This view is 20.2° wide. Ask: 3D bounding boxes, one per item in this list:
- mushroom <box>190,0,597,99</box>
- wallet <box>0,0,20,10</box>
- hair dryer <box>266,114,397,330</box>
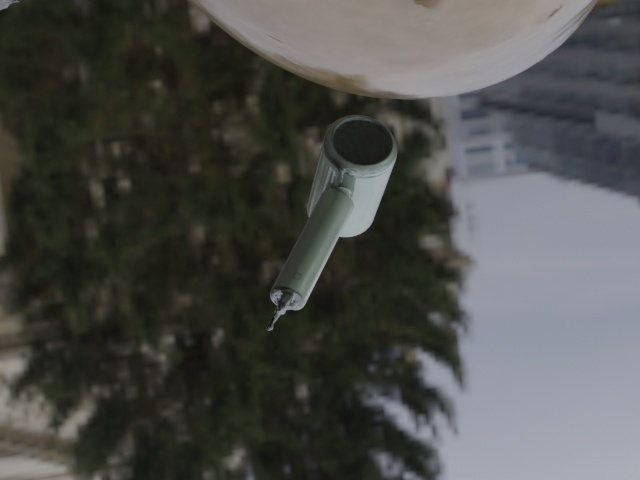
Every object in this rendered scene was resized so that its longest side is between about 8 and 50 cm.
[{"bbox_3d":[0.037,-0.208,0.642,0.290,0.292,0.292,-41,-168,-3],"label":"mushroom"},{"bbox_3d":[-0.286,-0.064,0.679,0.317,0.044,0.169,-26,150,6],"label":"wallet"},{"bbox_3d":[0.000,0.000,0.894,0.038,0.063,0.124,23,-125,5],"label":"hair dryer"}]
